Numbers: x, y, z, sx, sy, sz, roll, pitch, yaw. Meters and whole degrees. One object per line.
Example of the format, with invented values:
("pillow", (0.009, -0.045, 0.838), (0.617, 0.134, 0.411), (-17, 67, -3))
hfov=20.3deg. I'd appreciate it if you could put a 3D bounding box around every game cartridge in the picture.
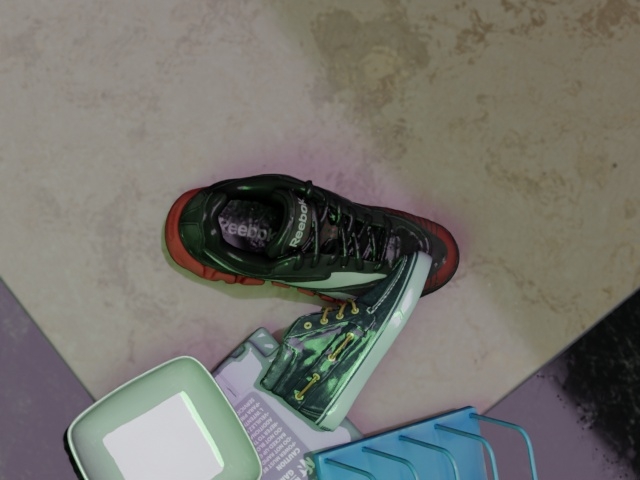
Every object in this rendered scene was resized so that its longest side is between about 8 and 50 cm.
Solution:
("game cartridge", (-0.095, 0.246, 1.619), (0.294, 0.060, 0.196), (-42, 87, -12))

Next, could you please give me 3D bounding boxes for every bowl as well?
("bowl", (-0.138, 0.187, 1.567), (0.142, 0.053, 0.142), (-31, 89, -13))

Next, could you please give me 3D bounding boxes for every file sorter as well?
("file sorter", (0.099, 0.231, 1.593), (0.170, 0.104, 0.118), (-14, 99, -27))

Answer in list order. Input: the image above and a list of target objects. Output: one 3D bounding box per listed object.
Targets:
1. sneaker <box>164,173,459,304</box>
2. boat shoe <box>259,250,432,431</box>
("sneaker", (0.000, 0.000, 1.625), (0.276, 0.135, 0.097), (9, 79, -10))
("boat shoe", (0.023, 0.075, 1.592), (0.083, 0.065, 0.183), (32, 90, -4))
